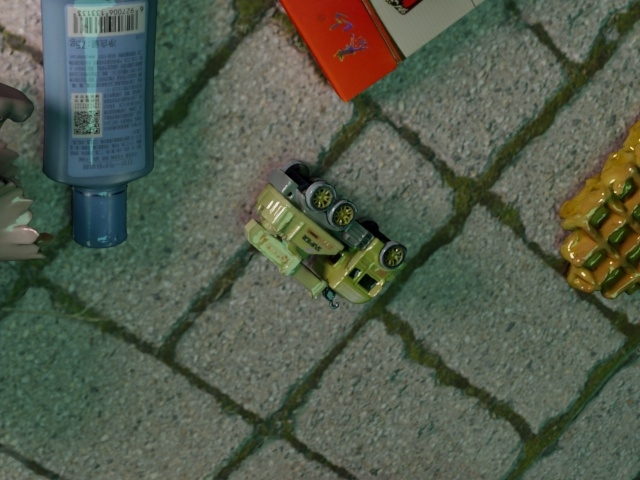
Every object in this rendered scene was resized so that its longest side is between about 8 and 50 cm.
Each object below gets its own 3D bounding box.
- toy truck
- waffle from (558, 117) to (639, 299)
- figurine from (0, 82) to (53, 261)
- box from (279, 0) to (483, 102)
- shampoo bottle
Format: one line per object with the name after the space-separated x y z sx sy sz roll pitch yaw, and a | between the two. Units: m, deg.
0.000 0.000 1.401 0.100 0.077 0.169 -50 126 2 | toy truck
0.349 -0.027 1.564 0.211 0.055 0.160 -47 126 5 | waffle
-0.352 0.041 1.206 0.207 0.166 0.387 17 105 -14 | figurine
0.086 -0.254 1.332 0.245 0.035 0.139 -36 125 -4 | box
-0.197 -0.116 1.256 0.104 0.061 0.258 -7 118 -23 | shampoo bottle
